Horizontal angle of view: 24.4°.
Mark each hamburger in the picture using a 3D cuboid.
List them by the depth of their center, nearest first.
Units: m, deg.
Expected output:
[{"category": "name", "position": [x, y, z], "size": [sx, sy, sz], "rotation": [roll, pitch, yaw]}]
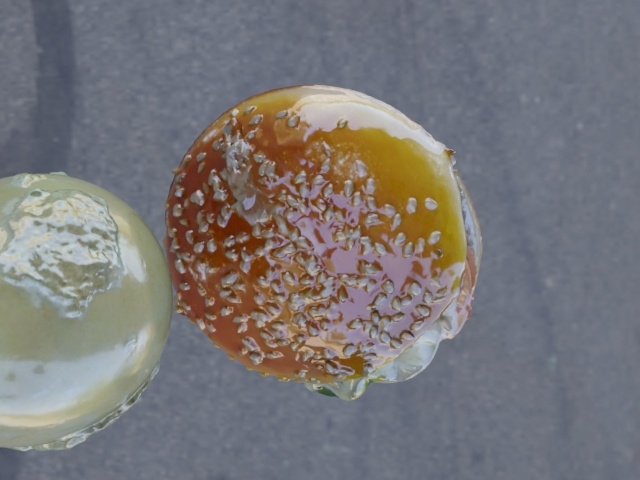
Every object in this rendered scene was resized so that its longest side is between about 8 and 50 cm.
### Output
[{"category": "hamburger", "position": [0.002, -0.003, 1.030], "size": [0.147, 0.237, 0.236], "rotation": [-83, 155, -62]}]

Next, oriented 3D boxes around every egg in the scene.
[{"category": "egg", "position": [-0.168, 0.042, 0.858], "size": [0.201, 0.164, 0.164], "rotation": [-34, 119, -69]}]
